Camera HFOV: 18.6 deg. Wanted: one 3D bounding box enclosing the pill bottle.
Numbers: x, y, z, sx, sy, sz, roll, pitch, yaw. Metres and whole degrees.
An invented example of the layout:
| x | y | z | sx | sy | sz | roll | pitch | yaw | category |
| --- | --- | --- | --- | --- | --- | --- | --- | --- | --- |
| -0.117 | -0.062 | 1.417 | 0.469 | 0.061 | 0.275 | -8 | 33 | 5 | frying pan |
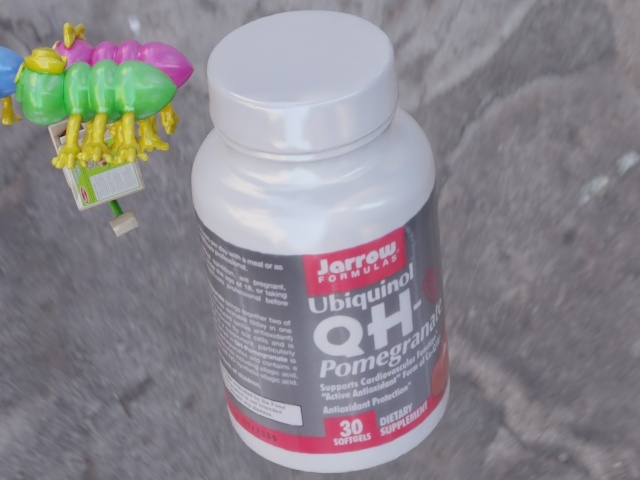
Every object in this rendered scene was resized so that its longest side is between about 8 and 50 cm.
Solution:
| x | y | z | sx | sy | sz | roll | pitch | yaw | category |
| --- | --- | --- | --- | --- | --- | --- | --- | --- | --- |
| 0.000 | 0.000 | 1.423 | 0.176 | 0.319 | 0.176 | -5 | 37 | 3 | pill bottle |

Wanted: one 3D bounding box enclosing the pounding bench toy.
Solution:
| x | y | z | sx | sy | sz | roll | pitch | yaw | category |
| --- | --- | --- | --- | --- | --- | --- | --- | --- | --- |
| -0.163 | -0.050 | 1.453 | 0.052 | 0.065 | 0.083 | -20 | 113 | -8 | pounding bench toy |

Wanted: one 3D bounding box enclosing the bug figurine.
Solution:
| x | y | z | sx | sy | sz | roll | pitch | yaw | category |
| --- | --- | --- | --- | --- | --- | --- | --- | --- | --- |
| -0.185 | -0.090 | 1.138 | 0.216 | 0.279 | 0.072 | 2 | 99 | 2 | bug figurine |
